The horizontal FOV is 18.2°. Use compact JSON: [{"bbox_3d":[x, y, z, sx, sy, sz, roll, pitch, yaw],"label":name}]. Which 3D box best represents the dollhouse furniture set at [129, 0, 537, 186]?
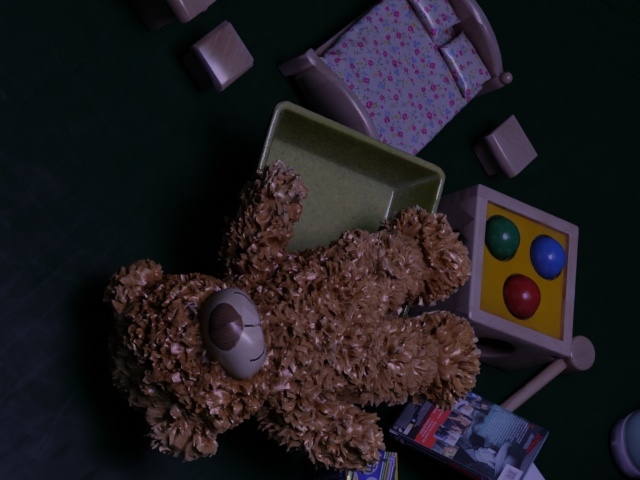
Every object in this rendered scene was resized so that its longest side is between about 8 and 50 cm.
[{"bbox_3d":[0.060,-0.160,1.704,0.303,0.174,0.355,-43,106,-39],"label":"dollhouse furniture set"}]

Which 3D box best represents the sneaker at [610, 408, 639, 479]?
[{"bbox_3d":[0.415,0.170,1.923,0.256,0.151,0.094,-16,88,-42],"label":"sneaker"}]

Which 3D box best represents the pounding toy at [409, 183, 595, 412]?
[{"bbox_3d":[0.187,0.071,1.797,0.206,0.094,0.181,21,64,-34],"label":"pounding toy"}]

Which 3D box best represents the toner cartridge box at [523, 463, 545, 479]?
[{"bbox_3d":[0.208,0.374,1.700,0.165,0.075,0.348,-35,90,-42],"label":"toner cartridge box"}]

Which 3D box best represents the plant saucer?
[{"bbox_3d":[0.000,0.000,1.668,0.188,0.045,0.188,21,81,-35],"label":"plant saucer"}]

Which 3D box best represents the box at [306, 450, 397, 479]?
[{"bbox_3d":[0.027,0.257,1.633,0.059,0.054,0.168,12,71,-38],"label":"box"}]

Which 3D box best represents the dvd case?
[{"bbox_3d":[0.128,0.167,1.718,0.119,0.013,0.087,25,42,12],"label":"dvd case"}]

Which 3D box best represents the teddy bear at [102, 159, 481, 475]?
[{"bbox_3d":[-0.001,0.067,1.576,0.338,0.113,0.245,13,84,-35],"label":"teddy bear"}]
